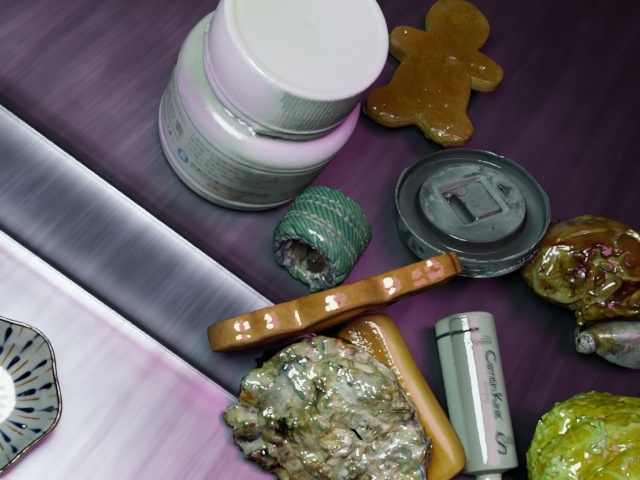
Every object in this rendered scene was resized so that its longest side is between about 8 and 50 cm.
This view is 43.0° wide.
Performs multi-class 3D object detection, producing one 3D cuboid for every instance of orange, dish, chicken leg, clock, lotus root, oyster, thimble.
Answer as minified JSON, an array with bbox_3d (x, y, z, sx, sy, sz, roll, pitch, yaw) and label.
[{"bbox_3d":[0.411,0.322,1.058,0.301,0.223,0.300,39,21,7],"label":"orange"},{"bbox_3d":[-0.381,0.171,0.895,0.191,0.066,0.190,7,67,-17],"label":"dish"},{"bbox_3d":[0.476,0.039,1.242,0.361,0.140,0.211,1,41,-19],"label":"chicken leg"},{"bbox_3d":[0.219,-0.043,1.191,0.226,0.049,0.226,2,49,-3],"label":"clock"},{"bbox_3d":[0.462,0.151,1.246,0.165,0.088,0.088,7,67,-11],"label":"lotus root"},{"bbox_3d":[0.018,0.232,0.999,0.260,0.092,0.198,36,99,-10],"label":"oyster"},{"bbox_3d":[-0.001,-0.002,1.082,0.118,0.135,0.090,37,61,0],"label":"thimble"}]

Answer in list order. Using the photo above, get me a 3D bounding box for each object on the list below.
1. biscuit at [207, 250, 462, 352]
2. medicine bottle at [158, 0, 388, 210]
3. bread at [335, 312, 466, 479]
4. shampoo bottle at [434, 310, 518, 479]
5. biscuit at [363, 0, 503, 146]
[{"bbox_3d":[0.020,0.082,1.022,0.334,0.202,0.047,-14,84,-29],"label":"biscuit"},{"bbox_3d":[-0.064,-0.194,1.033,0.241,0.302,0.241,8,67,-20],"label":"medicine bottle"},{"bbox_3d":[0.104,0.209,1.078,0.092,0.074,0.239,-29,81,11],"label":"bread"},{"bbox_3d":[0.217,0.233,1.112,0.085,0.085,0.262,1,70,-22],"label":"shampoo bottle"},{"bbox_3d":[0.194,-0.276,1.313,0.197,0.049,0.301,23,60,-2],"label":"biscuit"}]
